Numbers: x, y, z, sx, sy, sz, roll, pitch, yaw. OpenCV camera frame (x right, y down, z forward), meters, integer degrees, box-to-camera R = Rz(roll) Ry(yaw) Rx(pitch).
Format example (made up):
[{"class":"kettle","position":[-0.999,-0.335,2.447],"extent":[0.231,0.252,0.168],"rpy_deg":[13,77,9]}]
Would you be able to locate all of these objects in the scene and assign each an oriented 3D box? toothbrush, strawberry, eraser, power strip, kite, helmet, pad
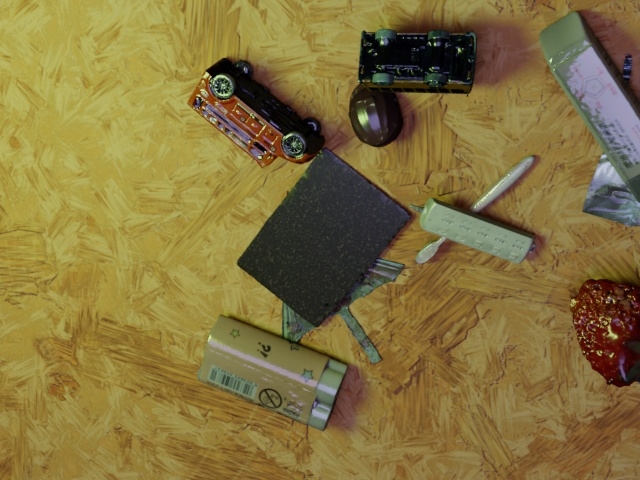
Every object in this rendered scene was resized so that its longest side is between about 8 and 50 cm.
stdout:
[{"class":"toothbrush","position":[0.286,-0.057,1.969],"extent":[0.025,0.029,0.307],"rpy_deg":[42,116,-9]},{"class":"strawberry","position":[0.545,0.154,1.915],"extent":[0.201,0.184,0.187],"rpy_deg":[44,128,27]},{"class":"eraser","position":[0.494,-0.222,1.792],"extent":[0.089,0.061,0.352],"rpy_deg":[-31,97,31]},{"class":"eraser","position":[-0.103,0.284,2.205],"extent":[0.290,0.087,0.171],"rpy_deg":[21,122,7]},{"class":"power strip","position":[0.282,-0.021,1.955],"extent":[0.252,0.027,0.060],"rpy_deg":[19,120,-5]},{"class":"kite","position":[0.033,0.123,2.132],"extent":[0.335,0.011,0.314],"rpy_deg":[-33,101,27]},{"class":"helmet","position":[0.096,-0.225,1.920],"extent":[0.098,0.070,0.123],"rpy_deg":[-18,109,23]},{"class":"pad","position":[0.000,0.000,2.081],"extent":[0.220,0.004,0.330],"rpy_deg":[39,117,-1]},{"class":"kite","position":[0.571,-0.166,1.841],"extent":[0.169,0.015,0.310],"rpy_deg":[11,117,10]}]

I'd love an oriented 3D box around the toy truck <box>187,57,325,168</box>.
[{"class":"toy truck","position":[-0.117,-0.224,1.963],"extent":[0.252,0.107,0.114],"rpy_deg":[40,119,-2]}]

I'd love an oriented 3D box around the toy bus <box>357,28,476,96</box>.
[{"class":"toy bus","position":[0.174,-0.306,1.832],"extent":[0.200,0.114,0.098],"rpy_deg":[3,86,15]}]
